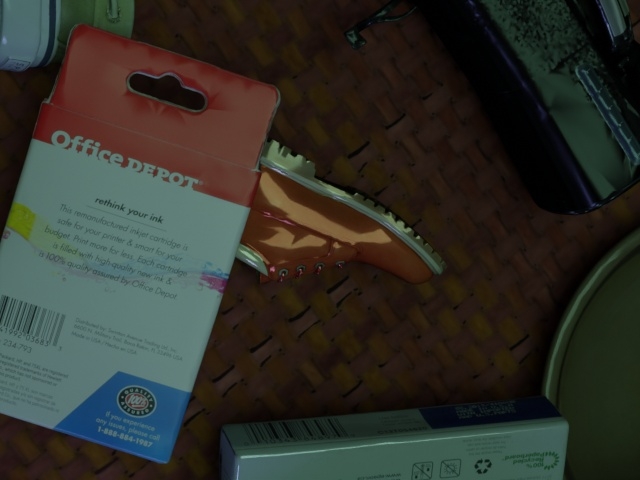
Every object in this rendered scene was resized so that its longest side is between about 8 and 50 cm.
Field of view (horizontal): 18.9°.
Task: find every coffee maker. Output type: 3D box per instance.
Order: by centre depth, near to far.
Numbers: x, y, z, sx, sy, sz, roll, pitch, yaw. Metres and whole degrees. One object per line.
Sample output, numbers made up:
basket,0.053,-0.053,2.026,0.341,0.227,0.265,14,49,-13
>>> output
coffee maker,0.133,-0.107,1.217,0.171,0.120,0.178,-29,103,12

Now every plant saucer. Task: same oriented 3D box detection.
plant saucer,0.271,0.107,1.306,0.277,0.041,0.278,-2,95,-16

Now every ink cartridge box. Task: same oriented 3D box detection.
ink cartridge box,-0.117,-0.001,1.140,0.134,0.078,0.231,18,95,-4
ink cartridge box,0.043,0.214,1.237,0.223,0.045,0.224,-3,113,-16

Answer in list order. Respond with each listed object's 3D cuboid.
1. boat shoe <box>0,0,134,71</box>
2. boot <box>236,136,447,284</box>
boat shoe,-0.158,-0.251,1.124,0.094,0.109,0.302,-5,106,-31
boot,0.000,0.000,1.211,0.158,0.059,0.085,28,90,-8
